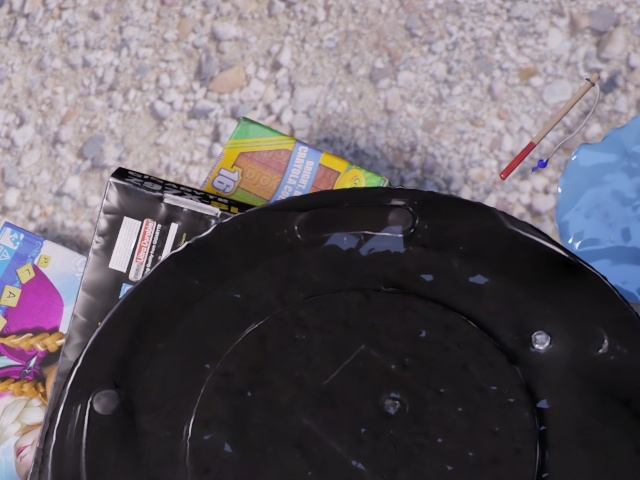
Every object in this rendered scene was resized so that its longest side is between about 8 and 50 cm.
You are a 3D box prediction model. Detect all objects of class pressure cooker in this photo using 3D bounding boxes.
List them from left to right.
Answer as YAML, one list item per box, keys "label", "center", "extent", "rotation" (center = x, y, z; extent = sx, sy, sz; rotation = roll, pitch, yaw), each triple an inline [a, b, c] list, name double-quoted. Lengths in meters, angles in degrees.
- label: "pressure cooker"
  center: [0.035, 0.221, 0.787]
  extent: [0.369, 0.420, 0.375]
  rotation: [-13, 55, -2]

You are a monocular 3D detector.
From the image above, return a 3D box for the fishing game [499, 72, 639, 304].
- label: "fishing game"
  center: [0.305, -0.030, 1.100]
  extent: [0.264, 0.041, 0.189]
  rotation: [41, 85, 19]

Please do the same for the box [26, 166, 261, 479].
- label: "box"
  center: [-0.090, 0.128, 1.015]
  extent: [0.257, 0.079, 0.322]
  rotation: [15, 99, -4]

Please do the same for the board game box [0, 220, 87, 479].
- label: "board game box"
  center: [-0.252, 0.178, 1.176]
  extent: [0.318, 0.066, 0.319]
  rotation: [21, 77, 24]

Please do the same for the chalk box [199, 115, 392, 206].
- label: "chalk box"
  center: [0.000, 0.000, 1.132]
  extent: [0.213, 0.132, 0.132]
  rotation: [24, 78, 25]
